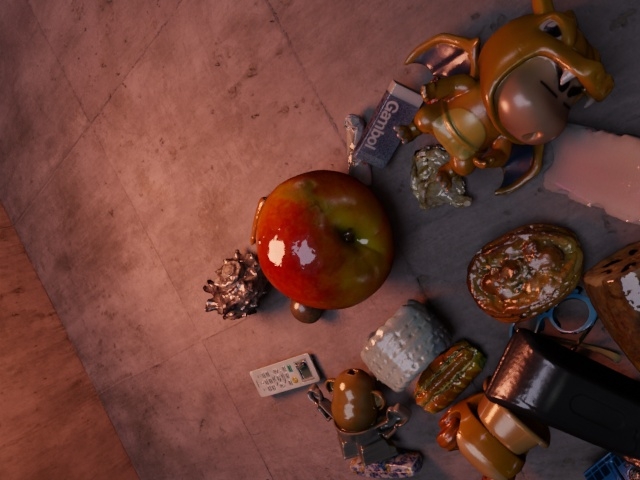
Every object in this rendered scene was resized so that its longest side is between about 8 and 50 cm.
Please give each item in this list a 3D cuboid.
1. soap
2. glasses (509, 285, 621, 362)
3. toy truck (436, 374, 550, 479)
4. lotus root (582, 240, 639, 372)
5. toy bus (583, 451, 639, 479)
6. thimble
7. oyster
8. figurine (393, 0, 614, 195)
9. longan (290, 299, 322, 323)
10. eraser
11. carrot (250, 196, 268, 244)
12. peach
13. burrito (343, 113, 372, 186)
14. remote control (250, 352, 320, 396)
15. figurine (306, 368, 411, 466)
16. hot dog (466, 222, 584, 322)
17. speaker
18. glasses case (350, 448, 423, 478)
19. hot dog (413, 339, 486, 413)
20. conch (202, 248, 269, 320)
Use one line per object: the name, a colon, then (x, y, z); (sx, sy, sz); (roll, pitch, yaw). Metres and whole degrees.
soap: (0.560, -0.126, 0.944); (0.302, 0.257, 0.159); (16, 114, 31)
glasses: (0.568, 0.230, 1.135); (0.207, 0.102, 0.239); (50, 144, 3)
toy truck: (0.426, 0.480, 1.233); (0.204, 0.288, 0.212); (43, 99, 17)
lotus root: (0.694, 0.163, 0.947); (0.250, 0.250, 0.346); (-42, 80, 36)
toy bus: (0.710, 0.529, 1.136); (0.089, 0.106, 0.185); (17, 122, -17)
thimble: (0.220, 0.285, 1.338); (0.172, 0.204, 0.250); (46, 123, 14)
oyster: (0.295, -0.149, 1.233); (0.190, 0.081, 0.164); (27, 114, 21)
figurine: (0.351, -0.313, 1.026); (0.387, 0.268, 0.401); (-38, 79, 38)
longan: (-0.042, 0.211, 1.567); (0.113, 0.092, 0.114); (3, 96, 25)
eraser: (0.172, -0.292, 1.262); (0.091, 0.046, 0.213); (21, 119, -17)
carrot: (-0.204, -0.062, 1.633); (0.037, 0.037, 0.190); (35, 125, 21)
peach: (0.000, 0.000, 1.322); (0.387, 0.388, 0.389); (11, 111, 32)
burrito: (0.100, -0.242, 1.350); (0.064, 0.064, 0.203); (2, 108, 34)
remote control: (-0.126, 0.471, 1.734); (0.293, 0.051, 0.103); (-25, 90, 34)
figurine: (0.115, 0.526, 1.513); (0.342, 0.167, 0.285); (-8, 109, 15)
hot dog: (0.472, 0.077, 1.153); (0.272, 0.122, 0.196); (-38, 72, 38)
speaker: (0.574, 0.352, 1.041); (0.387, 0.184, 0.180); (24, 94, -7)
glasses case: (0.205, 0.701, 1.555); (0.247, 0.087, 0.065); (-20, 98, 39)
hot dog: (0.348, 0.378, 1.367); (0.115, 0.072, 0.269); (43, 125, 26)
conch: (-0.292, 0.152, 1.680); (0.313, 0.186, 0.241); (-30, 59, 55)
